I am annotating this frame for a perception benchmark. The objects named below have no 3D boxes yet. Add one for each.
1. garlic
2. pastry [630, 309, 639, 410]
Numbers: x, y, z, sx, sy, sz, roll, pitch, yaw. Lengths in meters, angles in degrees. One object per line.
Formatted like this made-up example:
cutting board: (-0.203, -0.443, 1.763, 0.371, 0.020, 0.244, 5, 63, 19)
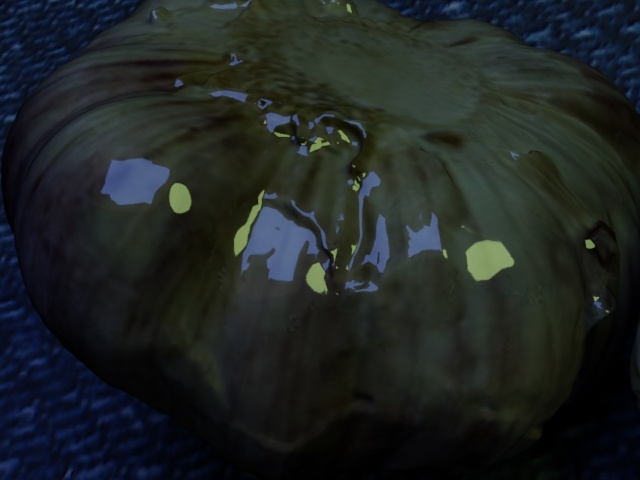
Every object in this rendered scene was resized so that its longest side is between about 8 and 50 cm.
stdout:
garlic: (0.000, 0.000, 0.617, 0.245, 0.160, 0.245, 13, 33, -8)
pastry: (0.171, -0.021, 0.588, 0.089, 0.121, 0.258, 16, 50, 11)
